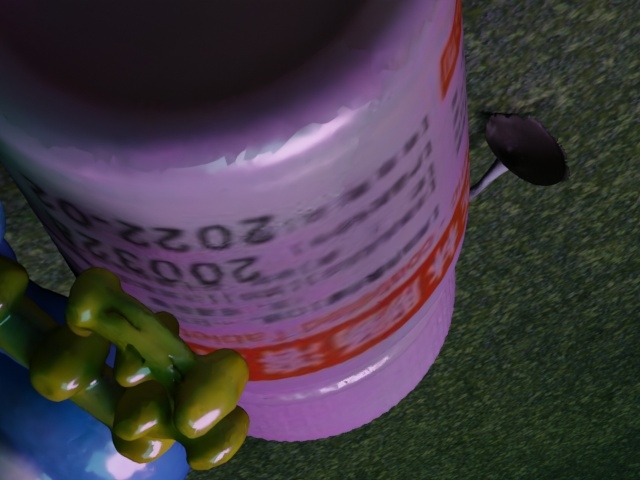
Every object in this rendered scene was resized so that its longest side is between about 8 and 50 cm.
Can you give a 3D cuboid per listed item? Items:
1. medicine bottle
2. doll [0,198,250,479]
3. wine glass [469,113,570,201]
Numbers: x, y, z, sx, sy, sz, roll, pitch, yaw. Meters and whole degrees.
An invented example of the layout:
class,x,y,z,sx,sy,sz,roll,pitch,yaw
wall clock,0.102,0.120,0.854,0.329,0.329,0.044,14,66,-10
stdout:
class,x,y,z,sx,sy,sz,roll,pitch,yaw
medicine bottle,-0.035,-0.044,0.770,0.219,0.219,0.388,-22,155,-4
doll,-0.171,0.039,0.726,0.099,0.341,0.346,-54,-169,-17
wine glass,0.074,0.006,1.151,0.074,0.074,0.262,-1,147,-41
